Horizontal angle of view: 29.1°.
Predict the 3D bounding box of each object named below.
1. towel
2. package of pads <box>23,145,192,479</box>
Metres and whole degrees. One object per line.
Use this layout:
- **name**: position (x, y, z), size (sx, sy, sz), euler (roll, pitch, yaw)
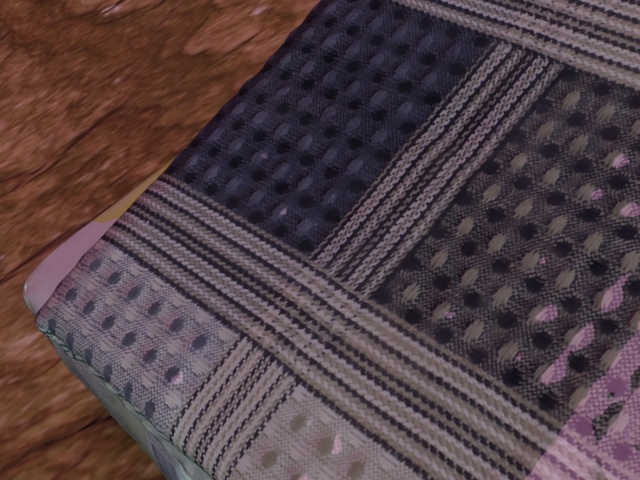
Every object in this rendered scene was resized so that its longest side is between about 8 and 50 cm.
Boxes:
- **towel**: position (0.065, -0.005, 0.503), size (0.312, 0.056, 0.324), euler (-49, 44, -9)
- **package of pads**: position (0.000, 0.000, 0.680), size (0.296, 0.101, 0.229), euler (-40, 35, -14)
